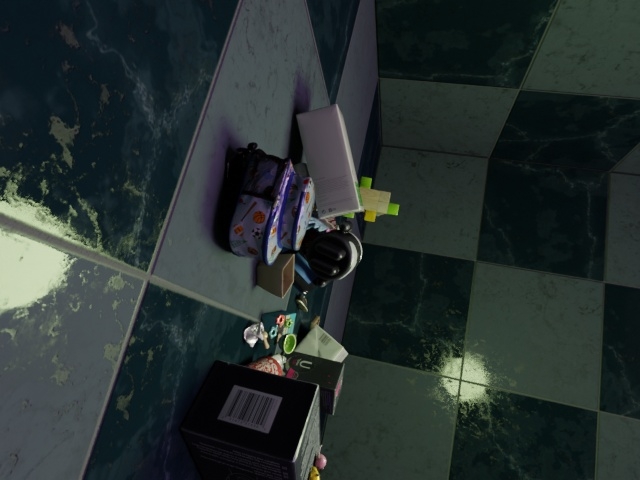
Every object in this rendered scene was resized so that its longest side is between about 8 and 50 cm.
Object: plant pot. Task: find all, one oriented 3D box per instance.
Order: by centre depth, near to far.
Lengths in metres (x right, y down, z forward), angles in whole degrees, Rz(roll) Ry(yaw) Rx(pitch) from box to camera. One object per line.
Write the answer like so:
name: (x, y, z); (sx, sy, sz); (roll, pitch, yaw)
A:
plant pot: (-0.147, 0.104, 1.365); (0.109, 0.096, 0.109); (-58, 155, -59)

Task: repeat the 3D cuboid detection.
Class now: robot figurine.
robot figurine: (0.050, 0.048, 1.533); (0.173, 0.209, 0.278); (62, 18, 3)

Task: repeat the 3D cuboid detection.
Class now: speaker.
speaker: (-0.059, -0.204, 1.507); (0.055, 0.055, 0.136); (26, 48, -77)

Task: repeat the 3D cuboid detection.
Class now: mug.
mug: (-0.205, 0.454, 1.349); (0.169, 0.113, 0.150); (28, 70, -74)

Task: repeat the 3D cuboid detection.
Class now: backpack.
backpack: (-0.130, -0.069, 1.097); (0.276, 0.213, 0.263); (58, 53, -76)

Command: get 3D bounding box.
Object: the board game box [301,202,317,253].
board game box: (-0.040, -0.034, 1.871); (0.165, 0.042, 0.243); (64, 38, -68)

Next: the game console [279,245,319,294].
game console: (-0.053, 0.030, 1.556); (0.173, 0.250, 0.293); (-45, 175, 15)

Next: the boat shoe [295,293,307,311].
boat shoe: (-0.079, 0.284, 1.921); (0.133, 0.049, 0.042); (73, 37, -55)

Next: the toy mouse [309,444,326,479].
toy mouse: (-0.007, 0.669, 1.206); (0.143, 0.031, 0.161); (76, 26, -61)

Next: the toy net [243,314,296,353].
toy net: (-0.157, 0.301, 1.398); (0.232, 0.045, 0.122); (28, 73, -54)

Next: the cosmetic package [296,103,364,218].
cosmetic package: (0.038, -0.268, 1.511); (0.197, 0.155, 0.365); (-26, 105, -79)

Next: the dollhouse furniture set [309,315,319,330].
dollhouse furniture set: (0.013, 0.507, 2.333); (0.144, 0.123, 0.151); (-30, 129, -74)

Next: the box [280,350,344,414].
box: (-0.053, 0.575, 1.745); (0.165, 0.271, 0.143); (-58, 155, -61)

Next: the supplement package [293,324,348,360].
supplement package: (0.008, 0.556, 2.104); (0.175, 0.177, 0.293); (-49, 161, -11)

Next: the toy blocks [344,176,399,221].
toy blocks: (0.160, -0.194, 2.030); (0.261, 0.382, 0.190); (-179, -81, -87)

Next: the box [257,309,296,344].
box: (-0.156, 0.318, 1.573); (0.244, 0.060, 0.100); (27, 73, -77)

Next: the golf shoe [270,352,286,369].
golf shoe: (-0.190, 0.519, 1.617); (0.086, 0.069, 0.176); (17, 80, -57)

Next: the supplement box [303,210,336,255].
supplement box: (0.000, 0.000, 1.727); (0.073, 0.130, 0.239); (-17, 103, -48)

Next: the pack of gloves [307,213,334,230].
pack of gloves: (-0.057, -0.091, 1.498); (0.046, 0.195, 0.232); (-50, 172, 12)

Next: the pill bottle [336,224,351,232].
pill bottle: (0.088, 0.041, 2.302); (0.130, 0.131, 0.245); (0, 99, -78)

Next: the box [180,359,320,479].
box: (-0.165, 0.555, 1.169); (0.212, 0.294, 0.395); (-66, 161, -48)
